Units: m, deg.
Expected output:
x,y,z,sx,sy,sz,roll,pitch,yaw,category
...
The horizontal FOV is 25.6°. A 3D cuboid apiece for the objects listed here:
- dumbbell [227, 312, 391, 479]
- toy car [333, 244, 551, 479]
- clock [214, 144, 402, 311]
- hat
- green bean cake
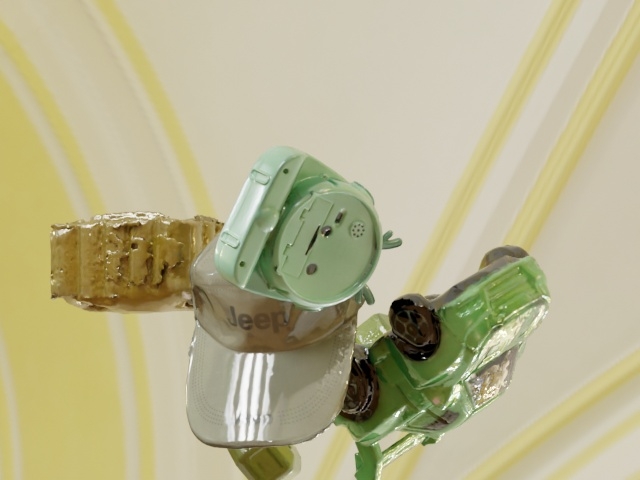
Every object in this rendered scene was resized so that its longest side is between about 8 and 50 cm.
x,y,z,sx,sy,sz,roll,pitch,yaw,category
0.007,0.228,1.983,0.302,0.108,0.121,-37,-76,1,dumbbell
0.143,0.152,1.730,0.176,0.213,0.358,58,-42,7,toy car
0.000,0.000,1.517,0.210,0.159,0.066,22,3,-33,clock
-0.067,0.099,1.586,0.214,0.245,0.149,-7,-48,14,hat
-0.226,0.034,1.885,0.224,0.229,0.131,-1,-95,20,green bean cake
